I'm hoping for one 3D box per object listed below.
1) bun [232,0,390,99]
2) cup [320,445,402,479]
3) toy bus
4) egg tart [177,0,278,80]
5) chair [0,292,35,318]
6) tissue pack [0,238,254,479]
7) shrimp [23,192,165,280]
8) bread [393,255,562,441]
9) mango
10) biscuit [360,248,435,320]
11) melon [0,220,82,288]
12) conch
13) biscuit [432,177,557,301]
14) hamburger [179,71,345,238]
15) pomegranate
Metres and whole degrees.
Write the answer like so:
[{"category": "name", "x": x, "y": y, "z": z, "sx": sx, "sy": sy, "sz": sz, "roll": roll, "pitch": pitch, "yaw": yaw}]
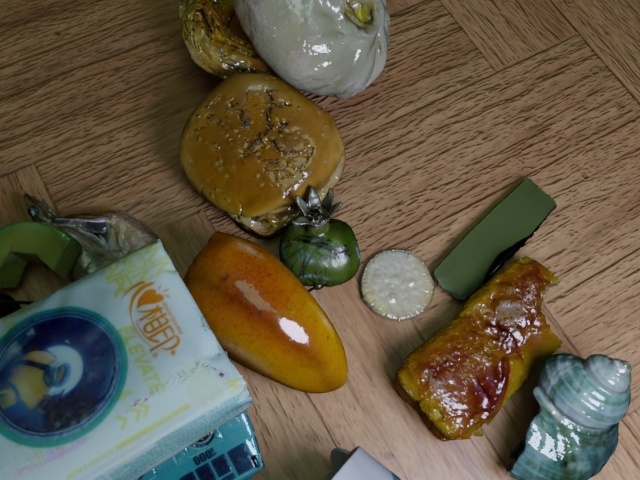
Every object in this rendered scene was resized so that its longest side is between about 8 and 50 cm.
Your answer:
[{"category": "bun", "x": 0.003, "y": -0.473, "z": 1.378, "sx": 0.365, "sy": 0.219, "sz": 0.365, "roll": 20, "pitch": 59, "yaw": -38}, {"category": "cup", "x": 0.055, "y": 0.492, "z": 1.031, "sx": 0.257, "sy": 0.219, "sz": 0.289, "roll": 37, "pitch": 74, "yaw": 9}, {"category": "toy bus", "x": -0.220, "y": 0.360, "z": 1.097, "sx": 0.256, "sy": 0.128, "sz": 0.147, "roll": -25, "pitch": 92, "yaw": -13}, {"category": "egg tart", "x": -0.180, "y": -0.440, "z": 1.470, "sx": 0.297, "sy": 0.132, "sz": 0.297, "roll": 9, "pitch": 59, "yaw": -16}, {"category": "chair", "x": -0.561, "y": 0.164, "z": 1.159, "sx": 0.221, "sy": 0.140, "sz": 0.145, "roll": 16, "pitch": 66, "yaw": 5}, {"category": "tissue pack", "x": -0.334, "y": 0.215, "z": 0.990, "sx": 0.388, "sy": 0.162, "sz": 0.287, "roll": -29, "pitch": 68, "yaw": -15}, {"category": "shrimp", "x": -0.427, "y": -0.006, "z": 1.284, "sx": 0.317, "sy": 0.077, "sz": 0.168, "roll": 39, "pitch": 59, "yaw": 7}, {"category": "bread", "x": 0.315, "y": 0.194, "z": 1.243, "sx": 0.380, "sy": 0.109, "sz": 0.185, "roll": -39, "pitch": 75, "yaw": -21}, {"category": "mango", "x": -0.094, "y": 0.146, "z": 1.193, "sx": 0.350, "sy": 0.199, "sz": 0.201, "roll": 42, "pitch": 98, "yaw": -1}, {"category": "biscuit", "x": 0.150, "y": 0.085, "z": 1.320, "sx": 0.152, "sy": 0.020, "sz": 0.152, "roll": 2, "pitch": 66, "yaw": -4}, {"category": "melon", "x": -0.527, "y": 0.029, "z": 1.217, "sx": 0.209, "sy": 0.064, "sz": 0.118, "roll": -4, "pitch": 83, "yaw": 13}, {"category": "conch", "x": 0.431, "y": 0.296, "z": 1.166, "sx": 0.220, "sy": 0.277, "sz": 0.195, "roll": 6, "pitch": 41, "yaw": -44}, {"category": "biscuit", "x": 0.352, "y": 0.000, "z": 1.367, "sx": 0.099, "sy": 0.038, "sz": 0.322, "roll": 42, "pitch": 69, "yaw": 16}, {"category": "hamburger", "x": -0.114, "y": -0.169, "z": 1.332, "sx": 0.304, "sy": 0.174, "sz": 0.284, "roll": 37, "pitch": 80, "yaw": 18}, {"category": "pomegranate", "x": 0.000, "y": 0.000, "z": 1.252, "sx": 0.152, "sy": 0.191, "sz": 0.131, "roll": 0, "pitch": 40, "yaw": -5}]
